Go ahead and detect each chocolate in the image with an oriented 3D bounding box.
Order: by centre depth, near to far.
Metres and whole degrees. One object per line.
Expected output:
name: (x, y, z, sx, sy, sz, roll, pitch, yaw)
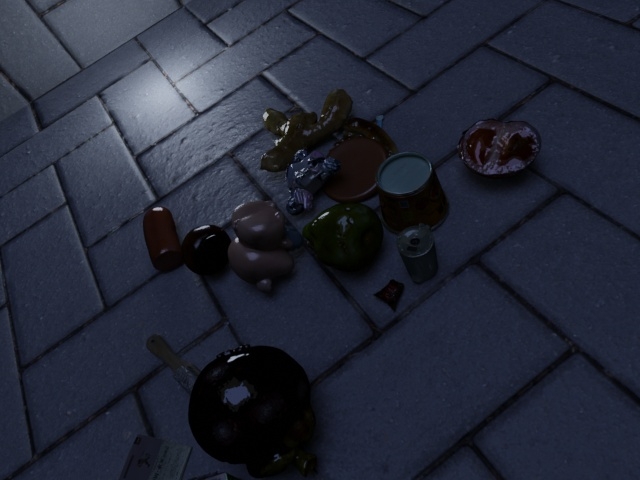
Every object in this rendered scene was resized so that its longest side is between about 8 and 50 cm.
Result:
chocolate: (-0.370, 0.029, 1.569, 0.177, 0.177, 0.176, -10, 54, 14)

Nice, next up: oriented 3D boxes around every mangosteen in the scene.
mangosteen: (-0.162, 0.403, 1.154, 0.297, 0.313, 0.297, -7, 17, 2)

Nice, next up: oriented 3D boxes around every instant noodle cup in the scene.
instant noodle cup: (0.261, -0.145, 1.430, 0.216, 0.172, 0.215, -11, 54, 15)

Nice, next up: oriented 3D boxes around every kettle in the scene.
kettle: (0.266, 0.029, 1.323, 0.098, 0.148, 0.127, -17, 54, 12)

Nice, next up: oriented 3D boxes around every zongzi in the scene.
zongzi: (0.196, 0.155, 1.331, 0.083, 0.067, 0.073, -39, 62, 15)

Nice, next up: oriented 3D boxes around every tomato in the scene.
tomato: (0.529, -0.253, 1.447, 0.228, 0.112, 0.199, 16, 71, 28)

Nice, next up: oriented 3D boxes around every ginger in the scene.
ginger: (-0.057, -0.388, 1.774, 0.363, 0.122, 0.348, -5, 57, 11)

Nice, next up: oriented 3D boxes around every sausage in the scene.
sausage: (-0.553, -0.017, 1.689, 0.113, 0.113, 0.259, -29, 52, -1)

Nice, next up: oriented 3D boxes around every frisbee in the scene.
frisbee: (0.110, -0.238, 1.619, 0.251, 0.021, 0.251, -9, 66, 22)

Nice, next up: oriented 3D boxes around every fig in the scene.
fig: (0.039, -0.023, 1.431, 0.275, 0.206, 0.206, 17, 63, 44)

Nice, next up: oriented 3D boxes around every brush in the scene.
brush: (-0.414, 0.361, 1.399, 0.327, 0.065, 0.070, 29, 73, 35)

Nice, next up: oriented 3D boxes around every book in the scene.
book: (-0.434, 0.588, 1.275, 0.182, 0.014, 0.127, 3, 58, 22)

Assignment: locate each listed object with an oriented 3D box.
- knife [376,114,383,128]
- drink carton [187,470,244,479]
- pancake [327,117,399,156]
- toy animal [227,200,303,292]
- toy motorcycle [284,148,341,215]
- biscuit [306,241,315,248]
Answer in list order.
knife: (0.213, -0.413, 1.742, 0.027, 0.010, 0.096, -5, 57, 16)
drink carton: (-0.237, 0.673, 1.082, 0.161, 0.108, 0.271, -21, 53, 8)
pancake: (0.119, -0.316, 1.679, 0.244, 0.057, 0.266, -29, 53, 1)
toy animal: (-0.182, 0.008, 1.453, 0.229, 0.221, 0.210, -40, 43, -5)
toy motorcycle: (-0.023, -0.206, 1.592, 0.204, 0.108, 0.239, -10, 79, 34)
biscuit: (0.000, 0.000, 1.527, 0.092, 0.016, 0.082, -9, 55, 13)
